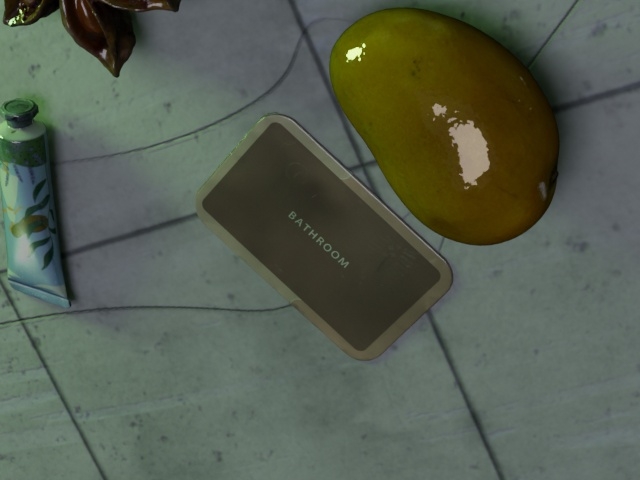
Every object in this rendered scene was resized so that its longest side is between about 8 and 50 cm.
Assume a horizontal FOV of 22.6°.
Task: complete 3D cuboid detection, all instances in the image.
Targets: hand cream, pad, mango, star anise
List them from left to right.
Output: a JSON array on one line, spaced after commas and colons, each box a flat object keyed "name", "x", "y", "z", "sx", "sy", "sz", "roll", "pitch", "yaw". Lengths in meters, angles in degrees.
[{"name": "hand cream", "x": -0.322, "y": -0.038, "z": 1.785, "sx": 0.088, "sy": 0.055, "sz": 0.256, "roll": 15, "pitch": 127, "yaw": 20}, {"name": "star anise", "x": -0.245, "y": -0.272, "z": 1.603, "sx": 0.214, "sy": 0.099, "sz": 0.220, "roll": -23, "pitch": 110, "yaw": 45}, {"name": "pad", "x": 0.000, "y": 0.000, "z": 1.690, "sx": 0.266, "sy": 0.002, "sz": 0.176, "roll": 42, "pitch": 124, "yaw": -2}, {"name": "mango", "x": 0.122, "y": -0.114, "z": 1.499, "sx": 0.175, "sy": 0.139, "sz": 0.254, "roll": -35, "pitch": 92, "yaw": 30}]
